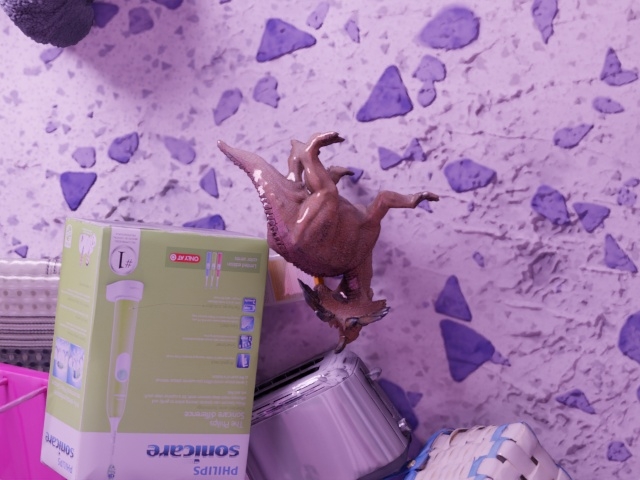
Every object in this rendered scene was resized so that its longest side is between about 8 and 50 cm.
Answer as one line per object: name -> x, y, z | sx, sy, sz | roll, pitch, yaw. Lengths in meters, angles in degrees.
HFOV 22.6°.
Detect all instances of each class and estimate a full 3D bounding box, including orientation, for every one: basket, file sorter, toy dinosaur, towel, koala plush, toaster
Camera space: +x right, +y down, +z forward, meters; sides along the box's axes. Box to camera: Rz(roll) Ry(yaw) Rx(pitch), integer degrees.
basket -> 0.183, 0.350, 1.877 | 0.255, 0.201, 0.289 | 48, 134, -10
file sorter -> -0.450, 0.261, 1.865 | 0.290, 0.182, 0.202 | 7, 110, 38
toy dinosaur -> 0.000, 0.000, 1.776 | 0.295, 0.127, 0.200 | 31, 76, -37
towel -> -0.285, 0.174, 1.958 | 0.324, 0.056, 0.312 | 0, 109, 5
koala plush -> -0.327, -0.345, 1.744 | 0.221, 0.203, 0.196 | 45, 107, 6
toaster -> -0.013, 0.229, 1.891 | 0.227, 0.129, 0.146 | -26, 97, 14

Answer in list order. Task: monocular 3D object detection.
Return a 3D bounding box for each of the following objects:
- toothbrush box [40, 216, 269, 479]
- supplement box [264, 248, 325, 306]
toothbrush box -> -0.185, 0.124, 1.791 | 0.206, 0.122, 0.283 | 4, 93, -29
supplement box -> -0.048, 0.042, 1.887 | 0.098, 0.036, 0.062 | -8, 105, 10
